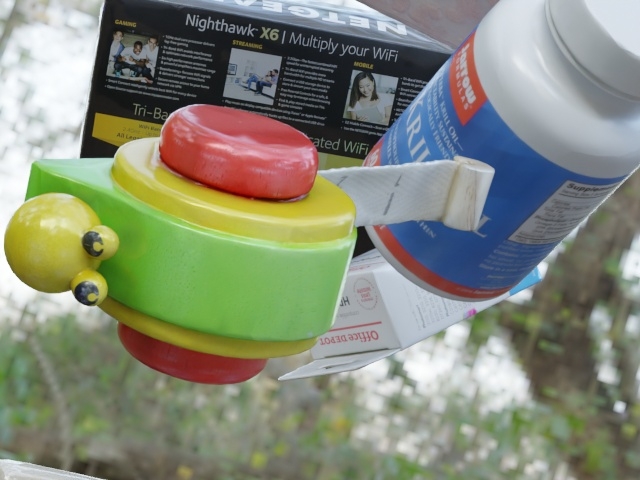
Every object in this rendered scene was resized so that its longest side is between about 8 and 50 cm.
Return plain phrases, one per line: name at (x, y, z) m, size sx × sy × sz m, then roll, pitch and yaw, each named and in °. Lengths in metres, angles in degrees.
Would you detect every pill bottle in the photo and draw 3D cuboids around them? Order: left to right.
pill bottle at (0.123, -0.070, 1.146) m, size 0.124 × 0.124 × 0.221 m, roll 22°, pitch -43°, yaw -17°

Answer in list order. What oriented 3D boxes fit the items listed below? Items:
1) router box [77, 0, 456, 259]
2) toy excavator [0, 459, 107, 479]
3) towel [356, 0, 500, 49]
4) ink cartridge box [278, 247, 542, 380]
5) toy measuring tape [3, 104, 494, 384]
router box at (-0.046, -0.081, 1.661) m, size 0.309 × 0.243 × 0.081 m, roll 10°, pitch 24°, yaw -6°
toy excavator at (-0.094, 0.318, 0.778) m, size 0.222 × 0.445 × 0.433 m, roll 17°, pitch -10°, yaw -21°
towel at (0.081, -0.278, 1.380) m, size 0.317 × 0.053 × 0.332 m, roll 23°, pitch -40°, yaw 5°
ink cartridge box at (0.054, 0.037, 1.405) m, size 0.181 × 0.061 × 0.104 m, roll -24°, pitch 6°, yaw -37°
toy measuring tape at (0.000, 0.000, 0.899) m, size 0.121 × 0.121 × 0.330 m, roll 8°, pitch 8°, yaw 42°
